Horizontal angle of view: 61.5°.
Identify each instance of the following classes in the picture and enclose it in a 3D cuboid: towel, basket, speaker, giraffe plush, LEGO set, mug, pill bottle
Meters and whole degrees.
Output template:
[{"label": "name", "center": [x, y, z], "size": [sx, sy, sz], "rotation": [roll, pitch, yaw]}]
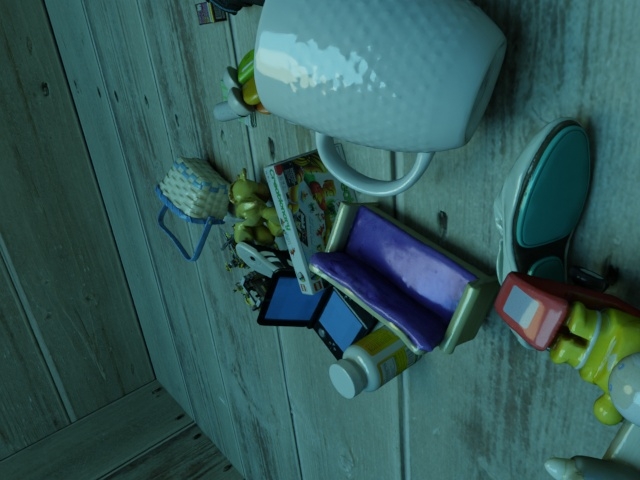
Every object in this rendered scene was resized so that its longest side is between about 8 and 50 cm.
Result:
[{"label": "towel", "center": [-0.236, -0.387, 1.518], "size": [0.152, 0.023, 0.113], "rotation": [32, 134, 41]}, {"label": "basket", "center": [-0.427, -0.108, 1.776], "size": [0.255, 0.201, 0.289], "rotation": [44, 110, 31]}, {"label": "speaker", "center": [-0.244, -0.359, 1.478], "size": [0.136, 0.055, 0.055], "rotation": [8, 117, 56]}, {"label": "giraffe plush", "center": [-0.197, -0.101, 1.535], "size": [0.181, 0.210, 0.170], "rotation": [-39, 49, 26]}, {"label": "LEGO set", "center": [-0.216, 0.116, 1.660], "size": [0.331, 0.192, 0.255], "rotation": [58, 147, 12]}, {"label": "mug", "center": [0.099, -0.244, 0.885], "size": [0.328, 0.276, 0.374], "rotation": [24, 129, 18]}, {"label": "pill bottle", "center": [0.127, 0.282, 1.267], "size": [0.118, 0.208, 0.117], "rotation": [33, 135, 40]}]

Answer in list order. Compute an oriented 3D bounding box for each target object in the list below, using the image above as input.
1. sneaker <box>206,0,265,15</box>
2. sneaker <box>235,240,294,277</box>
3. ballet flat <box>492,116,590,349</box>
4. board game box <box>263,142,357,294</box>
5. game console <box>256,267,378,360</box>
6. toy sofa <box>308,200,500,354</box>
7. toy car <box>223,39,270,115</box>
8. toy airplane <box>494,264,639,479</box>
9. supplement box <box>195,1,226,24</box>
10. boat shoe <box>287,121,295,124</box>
[{"label": "sneaker", "center": [-0.186, -0.600, 1.255], "size": [0.341, 0.125, 0.139], "rotation": [37, 164, 34]}, {"label": "sneaker", "center": [-0.123, 0.043, 1.530], "size": [0.217, 0.121, 0.079], "rotation": [33, 145, 2]}, {"label": "ballet flat", "center": [0.337, -0.006, 0.876], "size": [0.139, 0.139, 0.400], "rotation": [23, 129, 47]}, {"label": "board game box", "center": [0.001, -0.052, 1.243], "size": [0.053, 0.193, 0.305], "rotation": [3, 113, 55]}, {"label": "game console", "center": [-0.017, 0.217, 1.463], "size": [0.250, 0.173, 0.293], "rotation": [51, 145, 22]}, {"label": "toy sofa", "center": [0.156, 0.061, 1.085], "size": [0.362, 0.177, 0.150], "rotation": [37, 119, 37]}, {"label": "toy car", "center": [-0.136, -0.376, 1.286], "size": [0.159, 0.136, 0.182], "rotation": [-36, 51, 24]}, {"label": "toy airplane", "center": [0.441, 0.180, 0.670], "size": [0.384, 0.272, 0.386], "rotation": [-22, 80, 33]}, {"label": "supplement box", "center": [-0.292, -0.608, 1.435], "size": [0.083, 0.043, 0.055], "rotation": [20, 126, 47]}, {"label": "boat shoe", "center": [0.012, -0.301, 1.147], "size": [0.306, 0.113, 0.104], "rotation": [-148, 50, -63]}]
